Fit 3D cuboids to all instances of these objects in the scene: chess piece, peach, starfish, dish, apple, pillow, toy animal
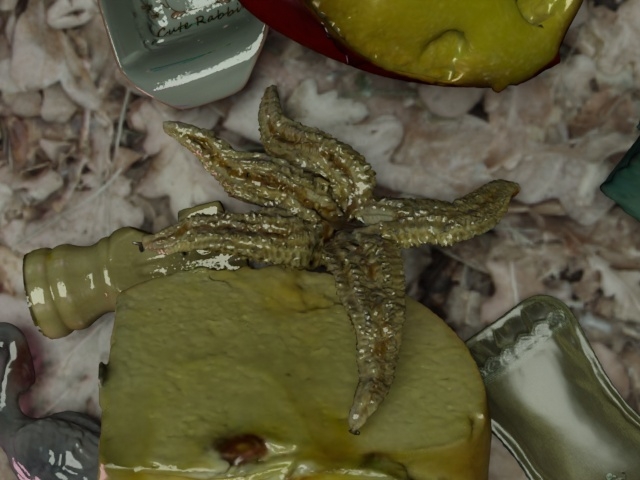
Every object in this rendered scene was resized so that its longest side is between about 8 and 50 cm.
[{"bbox_3d":[-0.171,0.027,0.890,0.200,0.090,0.090,-15,87,0],"label":"chess piece"},{"bbox_3d":[0.061,-0.256,0.739,0.338,0.281,0.281,38,97,9],"label":"peach"},{"bbox_3d":[-0.019,-0.012,0.799,0.293,0.084,0.301,27,57,15],"label":"starfish"},{"bbox_3d":[-0.129,-0.240,0.881,0.154,0.064,0.234,-16,86,10],"label":"dish"},{"bbox_3d":[-0.025,0.174,0.774,0.309,0.252,0.314,2,85,-9],"label":"apple"},{"bbox_3d":[0.215,0.162,0.831,0.130,0.033,0.217,-36,84,8],"label":"pillow"},{"bbox_3d":[-0.255,0.206,0.892,0.195,0.090,0.324,-18,89,10],"label":"toy animal"}]

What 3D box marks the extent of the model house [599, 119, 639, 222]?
[{"bbox_3d":[0.419,-0.080,0.721,0.280,0.230,0.249,40,73,6],"label":"model house"}]
